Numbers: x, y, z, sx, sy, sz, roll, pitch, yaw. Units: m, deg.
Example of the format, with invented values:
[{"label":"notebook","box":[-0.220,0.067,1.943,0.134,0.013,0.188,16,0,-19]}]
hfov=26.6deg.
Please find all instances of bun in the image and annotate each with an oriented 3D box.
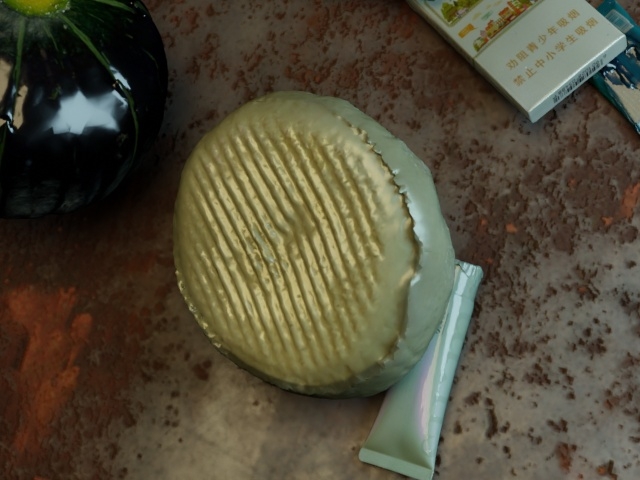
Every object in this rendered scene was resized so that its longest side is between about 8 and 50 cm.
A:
[{"label":"bun","box":[0.000,0.000,1.243,0.287,0.146,0.287,5,100,29]}]

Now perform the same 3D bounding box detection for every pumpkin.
[{"label":"pumpkin","box":[-0.299,-0.136,1.312,0.296,0.296,0.295,-3,73,10]}]

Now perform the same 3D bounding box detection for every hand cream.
[{"label":"hand cream","box":[0.098,0.115,1.250,0.078,0.050,0.204,13,79,30]}]

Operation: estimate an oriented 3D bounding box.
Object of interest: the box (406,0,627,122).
[{"label":"box","box":[0.180,-0.225,1.328,0.122,0.032,0.220,-39,63,-2]}]

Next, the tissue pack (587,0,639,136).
[{"label":"tissue pack","box":[0.297,-0.166,1.306,0.085,0.028,0.138,-42,74,-4]}]
